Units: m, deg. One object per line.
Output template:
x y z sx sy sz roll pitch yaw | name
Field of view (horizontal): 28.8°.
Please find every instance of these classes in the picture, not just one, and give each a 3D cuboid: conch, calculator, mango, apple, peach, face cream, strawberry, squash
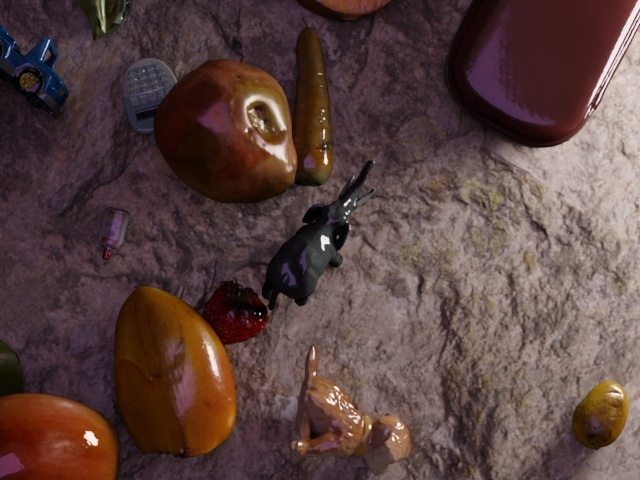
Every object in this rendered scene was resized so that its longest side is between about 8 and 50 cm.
-0.370 -0.435 2.036 0.095 0.079 0.201 -26 99 -18 | conch
-0.272 -0.225 2.028 0.095 0.021 0.153 -16 81 -4 | calculator
-0.225 0.193 1.892 0.187 0.138 0.257 -8 91 32 | mango
0.440 0.273 1.949 0.079 0.057 0.114 26 73 7 | mango
-0.415 0.343 1.821 0.241 0.242 0.242 6 80 -23 | apple
-0.133 -0.161 1.935 0.235 0.214 0.214 45 82 -1 | peach
-0.333 -0.010 1.991 0.040 0.021 0.083 12 81 1 | face cream
-0.136 0.119 1.942 0.106 0.106 0.106 0 80 -2 | strawberry
-0.548 0.213 1.903 0.170 0.123 0.170 0 75 0 | squash

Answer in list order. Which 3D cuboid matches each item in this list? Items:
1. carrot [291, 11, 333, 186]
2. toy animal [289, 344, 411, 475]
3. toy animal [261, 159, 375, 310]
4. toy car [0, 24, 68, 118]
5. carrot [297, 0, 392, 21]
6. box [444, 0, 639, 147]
-0.017 -0.232 2.017 0.078 0.078 0.298 -1 76 -2 | carrot
0.055 0.263 1.915 0.185 0.104 0.184 8 81 4 | toy animal
0.001 0.001 1.940 0.082 0.137 0.269 35 76 7 | toy animal
-0.476 -0.288 1.995 0.191 0.097 0.100 38 81 5 | toy car
0.039 -0.512 2.058 0.258 0.100 0.307 -3 88 -4 | carrot
0.373 -0.349 2.022 0.263 0.108 0.404 30 81 3 | box
